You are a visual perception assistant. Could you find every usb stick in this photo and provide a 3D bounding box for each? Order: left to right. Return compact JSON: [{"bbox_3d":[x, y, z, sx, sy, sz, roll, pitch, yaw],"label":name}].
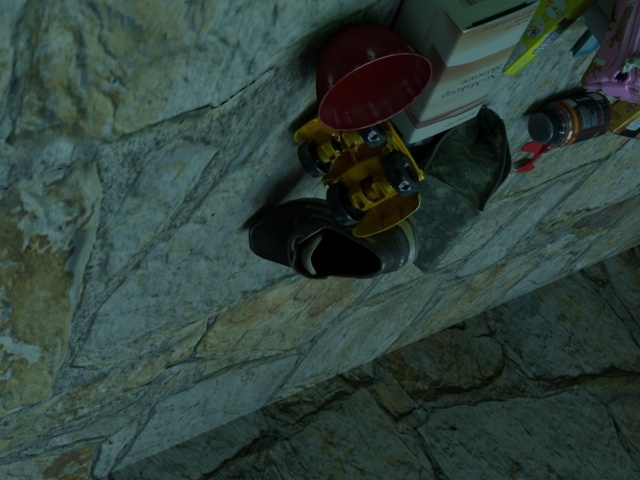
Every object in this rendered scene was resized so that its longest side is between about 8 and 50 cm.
[{"bbox_3d":[0.176,-0.208,1.823,0.077,0.045,0.278,-28,170,-3],"label":"usb stick"}]

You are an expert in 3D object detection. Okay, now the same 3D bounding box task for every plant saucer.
[{"bbox_3d":[0.558,-0.426,1.942,0.067,0.018,0.192,-19,157,-32],"label":"plant saucer"}]

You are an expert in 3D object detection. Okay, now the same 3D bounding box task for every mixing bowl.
[{"bbox_3d":[0.064,-0.255,1.482,0.181,0.098,0.181,-20,158,-8],"label":"mixing bowl"}]

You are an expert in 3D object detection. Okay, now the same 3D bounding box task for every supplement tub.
[{"bbox_3d":[0.547,-0.264,2.205,0.197,0.106,0.106,-17,157,-36],"label":"supplement tub"}]

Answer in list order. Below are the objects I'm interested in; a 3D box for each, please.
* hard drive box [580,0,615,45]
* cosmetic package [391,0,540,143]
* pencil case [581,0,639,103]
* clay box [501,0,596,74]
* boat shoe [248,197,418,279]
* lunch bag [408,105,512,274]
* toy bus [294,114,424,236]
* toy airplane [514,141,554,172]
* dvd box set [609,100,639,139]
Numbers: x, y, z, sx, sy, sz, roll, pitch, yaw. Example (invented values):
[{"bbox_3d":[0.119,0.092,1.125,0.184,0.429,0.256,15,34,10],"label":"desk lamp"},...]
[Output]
[{"bbox_3d":[0.534,-0.431,1.635,0.232,0.181,0.089,-29,163,-1],"label":"hard drive box"},{"bbox_3d":[0.199,-0.297,1.548,0.153,0.129,0.296,-26,162,-20],"label":"cosmetic package"},{"bbox_3d":[0.504,-0.391,1.462,0.160,0.167,0.386,9,103,-16],"label":"pencil case"},{"bbox_3d":[0.340,-0.378,1.557,0.053,0.127,0.222,-7,151,-51],"label":"clay box"},{"bbox_3d":[0.000,0.000,1.807,0.355,0.132,0.130,1,-162,36],"label":"boat shoe"},{"bbox_3d":[0.260,-0.113,2.010,0.287,0.169,0.235,-56,-178,-42],"label":"lunch bag"},{"bbox_3d":[0.081,-0.151,1.712,0.149,0.220,0.211,-27,-164,28],"label":"toy bus"},{"bbox_3d":[0.525,-0.210,2.432,0.151,0.028,0.151,-26,160,-10],"label":"toy airplane"},{"bbox_3d":[0.923,-0.405,2.484,0.420,0.062,0.307,-40,160,27],"label":"dvd box set"}]
